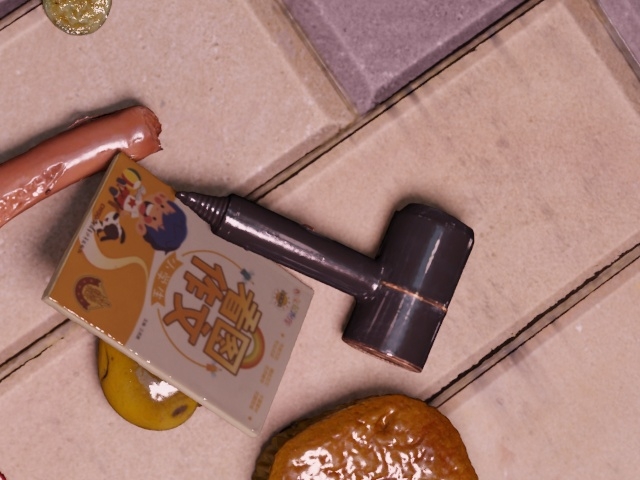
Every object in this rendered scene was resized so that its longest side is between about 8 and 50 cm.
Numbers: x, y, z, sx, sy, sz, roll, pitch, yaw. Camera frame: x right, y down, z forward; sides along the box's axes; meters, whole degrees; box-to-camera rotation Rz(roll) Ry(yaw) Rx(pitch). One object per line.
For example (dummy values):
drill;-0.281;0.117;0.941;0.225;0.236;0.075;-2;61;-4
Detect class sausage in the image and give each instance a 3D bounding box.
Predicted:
sausage;-0.320;-0.073;1.702;0.304;0.078;0.078;-27;94;-10

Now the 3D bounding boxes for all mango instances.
mango;-0.194;0.121;1.711;0.137;0.098;0.195;-18;88;-7

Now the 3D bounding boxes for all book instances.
book;-0.151;0.062;1.680;0.295;0.020;0.208;36;54;-22

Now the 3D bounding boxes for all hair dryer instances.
hair dryer;0.000;0.000;1.727;0.352;0.107;0.189;26;82;-16

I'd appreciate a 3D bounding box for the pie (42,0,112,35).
pie;-0.285;-0.280;1.739;0.084;0.021;0.084;0;92;-14

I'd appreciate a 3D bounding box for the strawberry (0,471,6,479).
strawberry;-0.405;0.298;1.694;0.152;0.048;0.104;34;76;-22

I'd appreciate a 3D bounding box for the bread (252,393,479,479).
bread;0.053;0.300;1.732;0.253;0.142;0.227;-15;84;-9
